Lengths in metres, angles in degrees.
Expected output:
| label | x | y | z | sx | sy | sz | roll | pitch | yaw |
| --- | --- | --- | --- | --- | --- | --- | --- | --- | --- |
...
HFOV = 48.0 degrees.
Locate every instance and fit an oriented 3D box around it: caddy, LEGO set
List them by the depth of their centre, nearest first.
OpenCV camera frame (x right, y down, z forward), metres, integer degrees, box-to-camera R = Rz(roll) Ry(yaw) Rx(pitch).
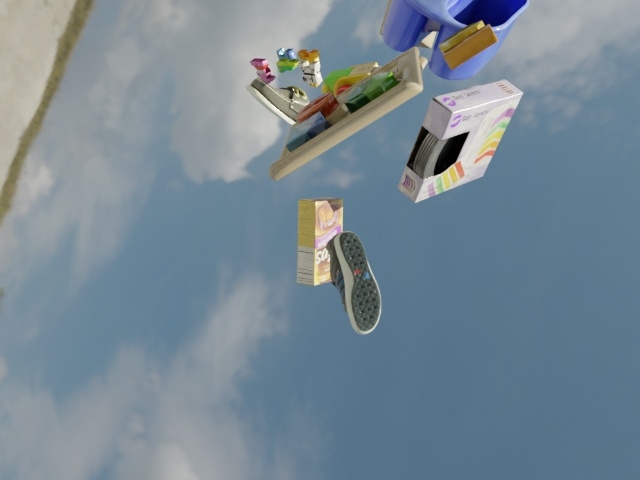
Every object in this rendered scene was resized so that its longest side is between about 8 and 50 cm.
| label | x | y | z | sx | sy | sz | roll | pitch | yaw |
| --- | --- | --- | --- | --- | --- | --- | --- | --- | --- |
| caddy | 0.280 | -0.482 | 1.463 | 0.341 | 0.241 | 0.179 | -46 | 164 | -42 |
| LEGO set | -0.056 | -0.414 | 1.768 | 0.227 | 0.093 | 0.087 | 16 | -132 | 43 |

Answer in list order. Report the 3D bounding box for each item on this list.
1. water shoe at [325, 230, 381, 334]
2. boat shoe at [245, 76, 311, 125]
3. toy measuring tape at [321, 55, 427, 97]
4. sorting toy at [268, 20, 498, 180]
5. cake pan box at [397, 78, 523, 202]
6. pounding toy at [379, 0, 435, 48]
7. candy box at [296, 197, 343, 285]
| label | x | y | z | sx | sy | sz | roll | pitch | yaw |
| --- | --- | --- | --- | --- | --- | --- | --- | --- | --- |
| water shoe | 0.063 | 0.084 | 1.403 | 0.080 | 0.073 | 0.203 | -27 | -109 | 62 |
| boat shoe | -0.067 | -0.343 | 1.829 | 0.091 | 0.305 | 0.109 | -51 | -131 | 10 |
| toy measuring tape | 0.145 | -0.409 | 1.904 | 0.330 | 0.121 | 0.121 | -1 | -113 | 36 |
| sorting toy | 0.072 | -0.197 | 0.913 | 0.307 | 0.041 | 0.229 | -30 | -163 | 19 |
| cake pan box | 0.305 | -0.222 | 1.597 | 0.070 | 0.267 | 0.245 | 44 | -45 | 30 |
| pounding toy | 0.223 | -0.531 | 1.679 | 0.141 | 0.100 | 0.130 | 20 | -84 | 35 |
| candy box | 0.000 | 0.000 | 1.601 | 0.053 | 0.109 | 0.186 | 8 | -79 | 35 |
